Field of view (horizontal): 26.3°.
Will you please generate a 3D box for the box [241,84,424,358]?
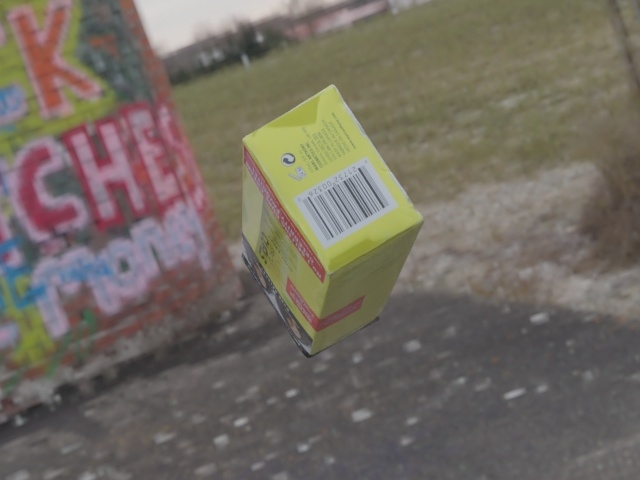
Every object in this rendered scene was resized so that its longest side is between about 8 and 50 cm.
[{"bbox_3d":[0.000,0.000,0.766,0.058,0.087,0.232,-31,-10,-11],"label":"box"}]
